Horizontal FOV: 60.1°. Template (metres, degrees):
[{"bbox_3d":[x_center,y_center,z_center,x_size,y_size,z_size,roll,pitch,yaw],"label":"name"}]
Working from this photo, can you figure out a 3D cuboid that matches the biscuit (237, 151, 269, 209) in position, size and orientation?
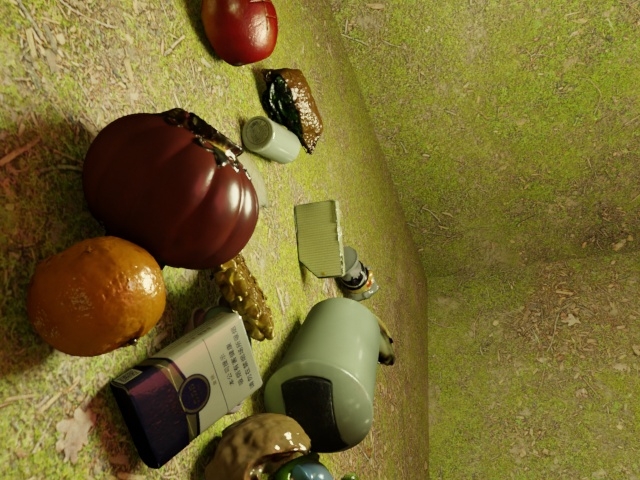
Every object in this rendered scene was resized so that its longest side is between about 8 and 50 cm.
[{"bbox_3d":[-0.198,-0.149,1.462,0.265,0.040,0.188,42,41,-61],"label":"biscuit"}]

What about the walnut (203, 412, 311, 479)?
[{"bbox_3d":[-0.133,0.437,1.164,0.141,0.204,0.238,60,12,8],"label":"walnut"}]

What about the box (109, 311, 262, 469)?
[{"bbox_3d":[-0.233,0.260,1.001,0.259,0.071,0.168,-33,114,-45],"label":"box"}]

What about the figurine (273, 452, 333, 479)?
[{"bbox_3d":[-0.065,0.637,1.350,0.263,0.143,0.162,-31,103,-51],"label":"figurine"}]

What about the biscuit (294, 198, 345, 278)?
[{"bbox_3d":[0.000,0.000,1.777,0.052,0.150,0.253,20,62,-66],"label":"biscuit"}]

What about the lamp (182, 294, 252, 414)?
[{"bbox_3d":[-0.203,0.247,1.168,0.179,0.107,0.246,-23,103,-66],"label":"lamp"}]

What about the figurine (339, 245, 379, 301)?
[{"bbox_3d":[0.127,0.127,2.112,0.236,0.132,0.176,52,15,-43],"label":"figurine"}]

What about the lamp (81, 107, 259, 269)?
[{"bbox_3d":[-0.247,-0.082,0.939,0.257,0.303,0.303,-54,156,3],"label":"lamp"}]

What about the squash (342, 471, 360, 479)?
[{"bbox_3d":[0.121,0.878,1.840,0.069,0.069,0.239,-37,116,-68],"label":"squash"}]

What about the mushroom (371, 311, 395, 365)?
[{"bbox_3d":[0.119,0.321,1.816,0.212,0.217,0.292,-89,159,-81],"label":"mushroom"}]

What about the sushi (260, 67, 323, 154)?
[{"bbox_3d":[-0.095,-0.410,1.724,0.140,0.149,0.287,-36,119,-30],"label":"sushi"}]

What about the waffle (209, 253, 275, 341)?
[{"bbox_3d":[-0.175,0.101,1.188,0.260,0.069,0.293,62,-2,-14],"label":"waffle"}]

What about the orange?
[{"bbox_3d":[-0.316,0.085,0.797,0.161,0.193,0.193,67,18,9],"label":"orange"}]

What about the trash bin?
[{"bbox_3d":[0.023,0.361,1.507,0.432,0.280,0.281,-61,138,-65],"label":"trash bin"}]

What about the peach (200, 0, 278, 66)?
[{"bbox_3d":[-0.206,-0.569,1.416,0.190,0.195,0.226,-133,-157,-61],"label":"peach"}]

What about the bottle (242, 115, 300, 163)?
[{"bbox_3d":[-0.130,-0.285,1.616,0.245,0.104,0.104,11,71,-69],"label":"bottle"}]
